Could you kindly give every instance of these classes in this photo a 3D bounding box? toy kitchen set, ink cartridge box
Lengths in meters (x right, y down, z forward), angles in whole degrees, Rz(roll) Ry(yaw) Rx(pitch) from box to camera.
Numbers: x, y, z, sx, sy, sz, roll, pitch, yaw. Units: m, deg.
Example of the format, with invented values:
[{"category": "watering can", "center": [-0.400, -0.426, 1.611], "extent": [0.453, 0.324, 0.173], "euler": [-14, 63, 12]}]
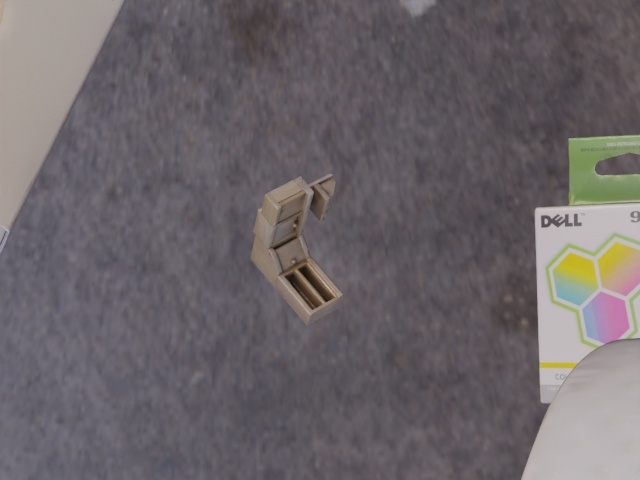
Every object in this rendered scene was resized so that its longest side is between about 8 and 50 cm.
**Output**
[{"category": "toy kitchen set", "center": [0.000, 0.000, 1.291], "extent": [0.068, 0.075, 0.083], "euler": [-29, 155, -27]}, {"category": "ink cartridge box", "center": [0.227, 0.021, 1.333], "extent": [0.109, 0.062, 0.209], "euler": [-2, 88, 36]}]

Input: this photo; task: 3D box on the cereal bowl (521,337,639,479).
[{"category": "cereal bowl", "center": [0.173, 0.199, 0.594], "extent": [0.141, 0.339, 0.339], "euler": [-4, 121, 27]}]

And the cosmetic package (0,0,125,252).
[{"category": "cosmetic package", "center": [-0.290, -0.140, 1.657], "extent": [0.113, 0.309, 0.160], "euler": [28, 156, -9]}]
